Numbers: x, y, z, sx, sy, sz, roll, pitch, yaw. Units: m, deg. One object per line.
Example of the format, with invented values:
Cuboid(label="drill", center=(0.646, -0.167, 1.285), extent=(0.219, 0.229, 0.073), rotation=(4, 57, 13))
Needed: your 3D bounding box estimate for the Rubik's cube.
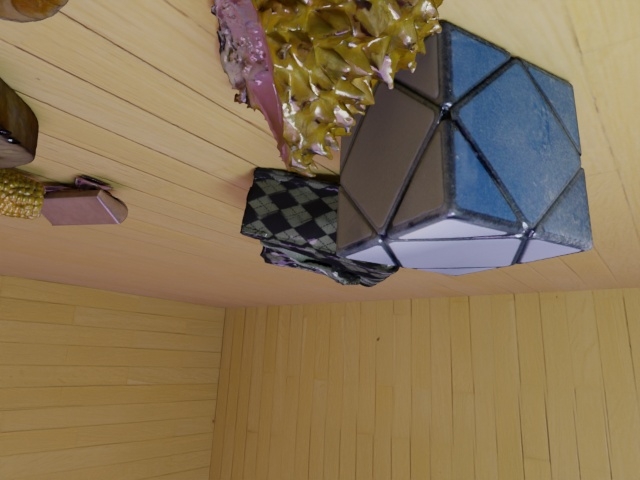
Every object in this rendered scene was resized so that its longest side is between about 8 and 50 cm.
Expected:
Cuboid(label="Rubik's cube", center=(0.153, -0.080, 0.531), extent=(0.205, 0.205, 0.207), rotation=(11, 164, -27))

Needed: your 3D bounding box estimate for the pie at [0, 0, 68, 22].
Cuboid(label="pie", center=(-0.288, -0.237, 0.330), extent=(0.195, 0.046, 0.195), rotation=(3, 167, 1))

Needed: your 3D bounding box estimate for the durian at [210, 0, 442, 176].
Cuboid(label="durian", center=(0.018, -0.185, 0.388), extent=(0.195, 0.186, 0.305), rotation=(-19, 159, -11))

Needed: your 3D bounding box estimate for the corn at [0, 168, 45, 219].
Cuboid(label="corn", center=(-0.645, -0.109, 0.767), extent=(0.310, 0.102, 0.101), rotation=(11, 163, -39))

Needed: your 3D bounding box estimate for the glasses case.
Cuboid(label="glasses case", center=(-0.486, -0.089, 0.907), extent=(0.193, 0.070, 0.102), rotation=(-1, 137, 20))

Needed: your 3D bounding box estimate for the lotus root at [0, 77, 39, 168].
Cuboid(label="lotus root", center=(-0.545, -0.167, 0.530), extent=(0.390, 0.111, 0.375), rotation=(-13, 160, 39))

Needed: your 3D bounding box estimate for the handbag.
Cuboid(label="handbag", center=(0.000, 0.000, 0.968), extent=(0.316, 0.180, 0.416), rotation=(10, 170, 3))
